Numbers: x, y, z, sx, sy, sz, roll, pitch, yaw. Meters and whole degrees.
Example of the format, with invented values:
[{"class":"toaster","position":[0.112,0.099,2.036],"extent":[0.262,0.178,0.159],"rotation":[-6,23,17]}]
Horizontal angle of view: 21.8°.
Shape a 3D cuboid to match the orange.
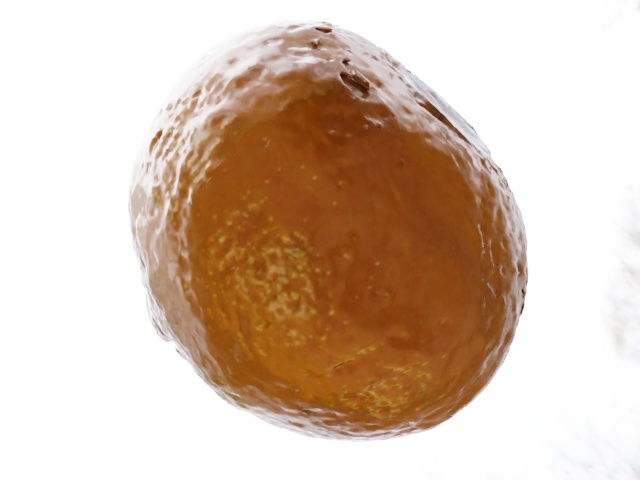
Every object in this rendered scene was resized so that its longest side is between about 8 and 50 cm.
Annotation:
[{"class":"orange","position":[0.001,0.002,0.512],"extent":[0.135,0.135,0.117],"rotation":[28,-73,-30]}]
